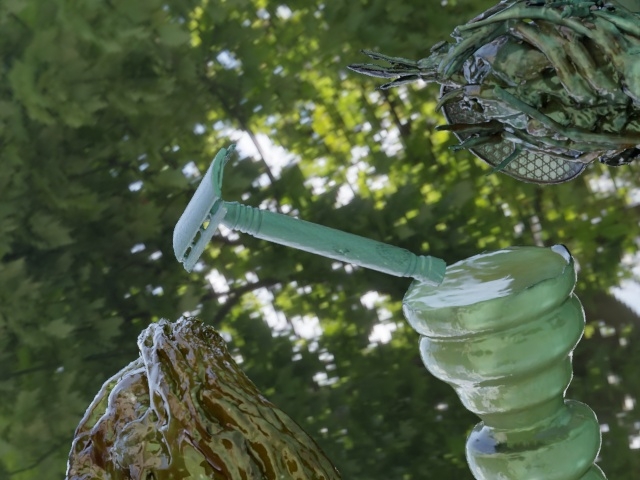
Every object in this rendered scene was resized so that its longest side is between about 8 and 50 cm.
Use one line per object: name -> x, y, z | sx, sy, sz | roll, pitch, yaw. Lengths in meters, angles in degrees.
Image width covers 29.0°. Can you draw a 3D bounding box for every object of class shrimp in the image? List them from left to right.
shrimp -> 0.188, -0.145, 1.001 | 0.172, 0.372, 0.137 | 76, -159, -43

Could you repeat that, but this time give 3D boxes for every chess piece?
chess piece -> 0.215, 0.186, 1.295 | 0.182, 0.182, 0.330 | -26, -75, -36

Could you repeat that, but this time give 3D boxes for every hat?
hat -> 0.240, -0.159, 1.436 | 0.193, 0.193, 0.082 | 43, -115, -16

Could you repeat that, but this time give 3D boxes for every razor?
razor -> 0.000, 0.000, 1.054 | 0.231, 0.106, 0.068 | 16, -125, -16

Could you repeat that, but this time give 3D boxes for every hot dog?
hot dog -> -0.094, 0.155, 0.846 | 0.114, 0.259, 0.175 | 12, -69, -44

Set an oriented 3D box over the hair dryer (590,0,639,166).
hair dryer -> 0.225, -0.219, 1.129 | 0.302, 0.116, 0.244 | 16, -117, -36
